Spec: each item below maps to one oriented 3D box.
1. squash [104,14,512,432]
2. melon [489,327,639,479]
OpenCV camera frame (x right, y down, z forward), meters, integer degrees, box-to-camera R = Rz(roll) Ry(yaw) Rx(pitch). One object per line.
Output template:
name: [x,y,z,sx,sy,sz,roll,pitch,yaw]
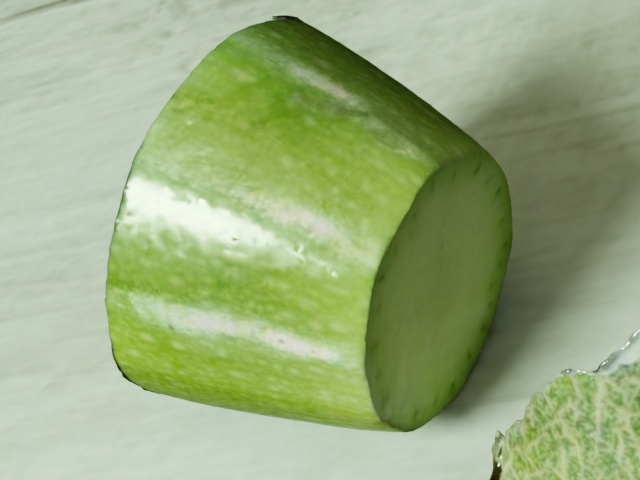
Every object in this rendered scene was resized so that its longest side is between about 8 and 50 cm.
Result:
squash: [0.000,0.000,0.742,0.123,0.170,0.170,19,59,29]
melon: [0.132,0.089,0.606,0.139,0.202,0.093,39,49,14]
